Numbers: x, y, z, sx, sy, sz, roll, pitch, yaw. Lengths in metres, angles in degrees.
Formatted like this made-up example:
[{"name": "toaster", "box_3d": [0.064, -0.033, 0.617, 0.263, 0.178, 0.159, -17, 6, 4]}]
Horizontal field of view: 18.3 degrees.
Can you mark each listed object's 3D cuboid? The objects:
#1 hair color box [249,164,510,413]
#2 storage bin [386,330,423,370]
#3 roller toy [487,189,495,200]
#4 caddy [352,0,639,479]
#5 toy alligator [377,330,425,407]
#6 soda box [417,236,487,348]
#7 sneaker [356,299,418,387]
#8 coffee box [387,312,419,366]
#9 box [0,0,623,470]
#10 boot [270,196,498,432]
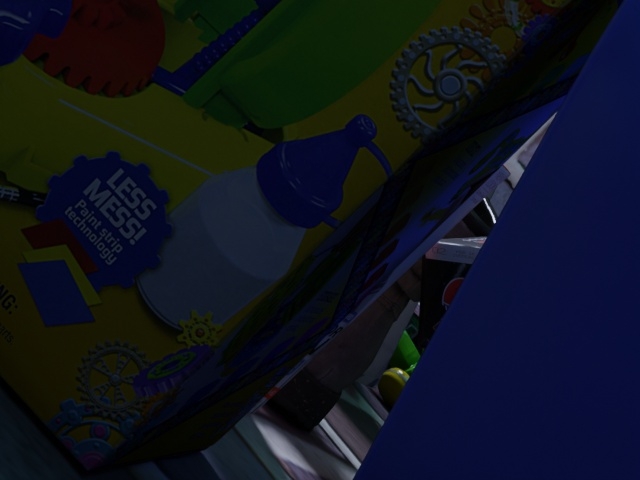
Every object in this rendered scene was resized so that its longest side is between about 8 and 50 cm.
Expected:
[{"name": "hair color box", "box_3d": [0.000, 0.000, 0.892, 0.053, 0.167, 0.093, 47, 6, 21]}, {"name": "storage bin", "box_3d": [0.149, 0.123, 1.416, 0.180, 0.122, 0.084, 48, 5, 28]}, {"name": "roller toy", "box_3d": [0.039, -0.053, 1.583, 0.191, 0.146, 0.209, 33, 8, 21]}, {"name": "caddy", "box_3d": [0.134, 0.061, 0.674, 0.179, 0.341, 0.241, 29, 1, 9]}, {"name": "toy alligator", "box_3d": [0.095, 0.129, 1.357, 0.190, 0.056, 0.051, 47, -36, 15]}, {"name": "soda box", "box_3d": [0.123, 0.025, 0.974, 0.060, 0.053, 0.169, 7, 8, 42]}, {"name": "sneaker", "box_3d": [-0.031, -0.041, 1.334, 0.182, 0.127, 0.315, 14, 36, -14]}, {"name": "coffee box", "box_3d": [0.112, 0.123, 1.588, 0.184, 0.040, 0.113, 44, 5, -15]}, {"name": "box", "box_3d": [-0.059, -0.119, 0.721, 0.290, 0.279, 0.177, 46, 4, 9]}, {"name": "boot", "box_3d": [0.010, -0.008, 1.084, 0.083, 0.161, 0.246, 43, 5, -29]}]
